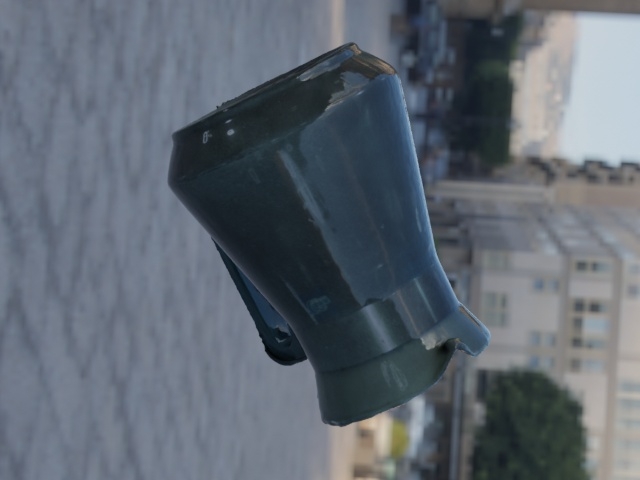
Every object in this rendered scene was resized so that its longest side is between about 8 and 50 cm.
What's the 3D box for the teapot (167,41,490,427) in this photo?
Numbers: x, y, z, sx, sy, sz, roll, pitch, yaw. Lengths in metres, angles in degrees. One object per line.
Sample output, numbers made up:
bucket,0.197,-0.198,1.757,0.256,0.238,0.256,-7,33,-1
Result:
teapot,0.000,0.000,1.131,0.171,0.203,0.225,-32,99,-39
